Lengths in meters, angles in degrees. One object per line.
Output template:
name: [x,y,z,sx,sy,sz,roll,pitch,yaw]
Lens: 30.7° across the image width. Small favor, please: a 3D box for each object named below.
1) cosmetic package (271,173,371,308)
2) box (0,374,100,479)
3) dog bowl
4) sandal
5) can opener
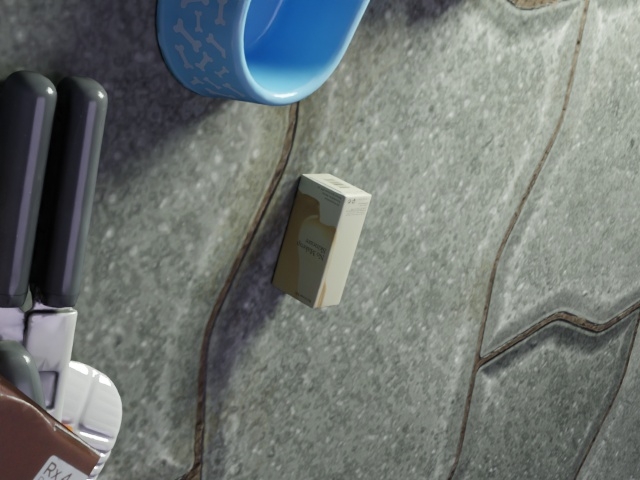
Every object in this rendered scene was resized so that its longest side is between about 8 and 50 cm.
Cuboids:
cosmetic package: [0.000,0.000,1.096,0.041,0.060,0.115,-4,115,-50]
box: [-0.280,0.117,0.687,0.167,0.203,0.168,-53,144,-13]
dog bowl: [-0.012,-0.238,0.902,0.166,0.074,0.297,21,97,-56]
sandal: [-0.253,0.210,0.895,0.102,0.076,0.265,35,71,-25]
can opener: [-0.192,0.030,0.810,0.076,0.095,0.284,1,109,-34]
